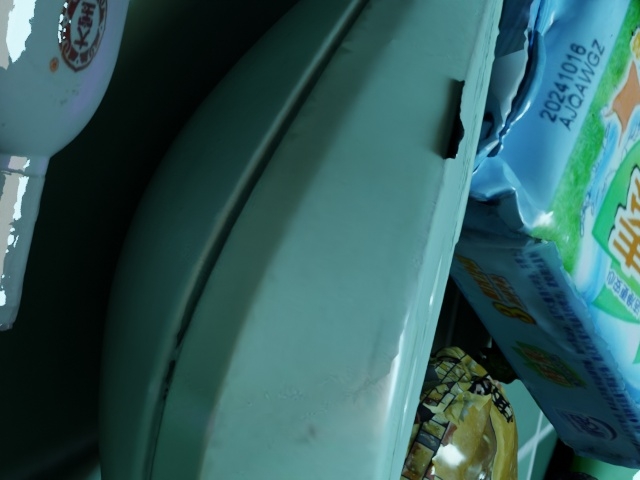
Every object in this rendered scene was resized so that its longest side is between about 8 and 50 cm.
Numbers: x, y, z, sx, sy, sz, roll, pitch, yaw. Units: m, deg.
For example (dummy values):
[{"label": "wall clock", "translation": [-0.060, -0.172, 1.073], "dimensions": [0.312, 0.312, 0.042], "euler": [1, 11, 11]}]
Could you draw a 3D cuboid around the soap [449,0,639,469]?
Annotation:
[{"label": "soap", "translation": [0.131, -0.010, 0.907], "dimensions": [0.293, 0.077, 0.156], "euler": [52, 53, -46]}]

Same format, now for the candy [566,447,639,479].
[{"label": "candy", "translation": [0.234, 0.179, 1.344], "dimensions": [0.398, 0.172, 0.263], "euler": [-56, 151, 4]}]

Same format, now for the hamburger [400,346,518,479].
[{"label": "hamburger", "translation": [0.007, 0.146, 0.714], "dimensions": [0.231, 0.107, 0.231], "euler": [15, 90, -70]}]

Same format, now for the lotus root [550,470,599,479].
[{"label": "lotus root", "translation": [0.152, 0.244, 1.122], "dimensions": [0.138, 0.138, 0.214], "euler": [68, 19, -59]}]

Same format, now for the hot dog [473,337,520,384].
[{"label": "hot dog", "translation": [0.133, 0.000, 1.032], "dimensions": [0.072, 0.055, 0.188], "euler": [72, 36, -59]}]

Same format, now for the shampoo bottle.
[{"label": "shampoo bottle", "translation": [-0.071, -0.061, 0.449], "dimensions": [0.080, 0.040, 0.165], "euler": [0, 103, -72]}]

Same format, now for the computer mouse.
[{"label": "computer mouse", "translation": [-0.006, -0.001, 0.592], "dimensions": [0.288, 0.097, 0.159], "euler": [-73, 170, -50]}]
